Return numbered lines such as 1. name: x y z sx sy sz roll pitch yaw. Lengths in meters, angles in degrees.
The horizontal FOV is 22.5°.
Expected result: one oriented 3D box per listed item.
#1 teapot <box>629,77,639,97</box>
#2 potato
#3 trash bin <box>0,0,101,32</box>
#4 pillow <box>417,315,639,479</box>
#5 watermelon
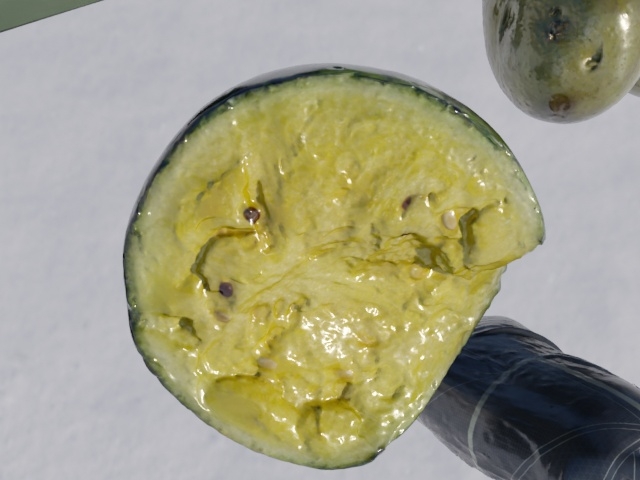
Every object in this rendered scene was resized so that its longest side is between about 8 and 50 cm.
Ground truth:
1. teapot: 0.329 -0.223 1.753 0.269 0.183 0.173 21 51 -65
2. potato: 0.224 -0.216 1.500 0.159 0.174 0.251 39 21 -22
3. trash bin: -0.294 -0.400 1.566 0.223 0.343 0.158 -17 31 -2
4. pillow: 0.201 0.151 1.421 0.161 0.092 0.335 -28 32 -26
5. watermelon: 0.000 0.000 1.289 0.331 0.330 0.189 16 17 -8
